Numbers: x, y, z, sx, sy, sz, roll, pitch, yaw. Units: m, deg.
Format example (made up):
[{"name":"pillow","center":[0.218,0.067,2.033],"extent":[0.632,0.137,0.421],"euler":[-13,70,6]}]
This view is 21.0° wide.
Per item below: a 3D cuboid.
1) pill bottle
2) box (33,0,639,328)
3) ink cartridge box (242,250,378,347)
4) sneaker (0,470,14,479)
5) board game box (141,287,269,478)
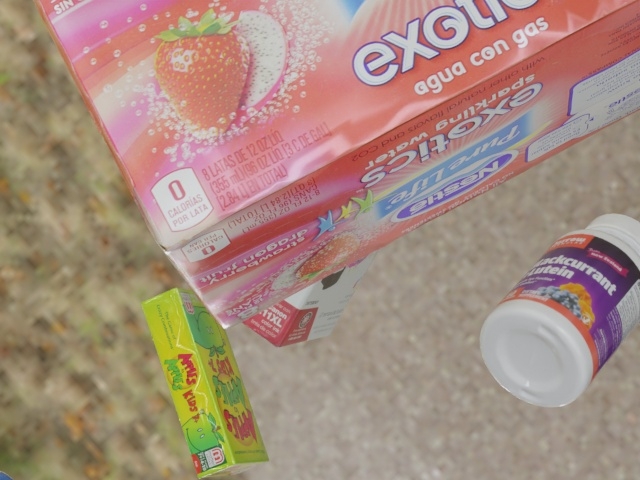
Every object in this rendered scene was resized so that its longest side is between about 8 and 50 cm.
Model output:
[{"name":"pill bottle","center":[0.235,0.056,1.574],"extent":[0.108,0.193,0.108],"euler":[21,131,26]},{"name":"box","center":[0.045,-0.102,0.770],"extent":[0.142,0.300,0.154],"euler":[61,179,17]},{"name":"ink cartridge box","center":[0.000,0.000,1.547],"extent":[0.072,0.175,0.127],"euler":[35,-165,18]},{"name":"sneaker","center":[-0.219,0.240,1.375],"extent":[0.084,0.058,0.152],"euler":[-40,71,42]},{"name":"board game box","center":[-0.113,0.140,1.704],"extent":[0.181,0.043,0.092],"euler":[70,-164,12]}]
